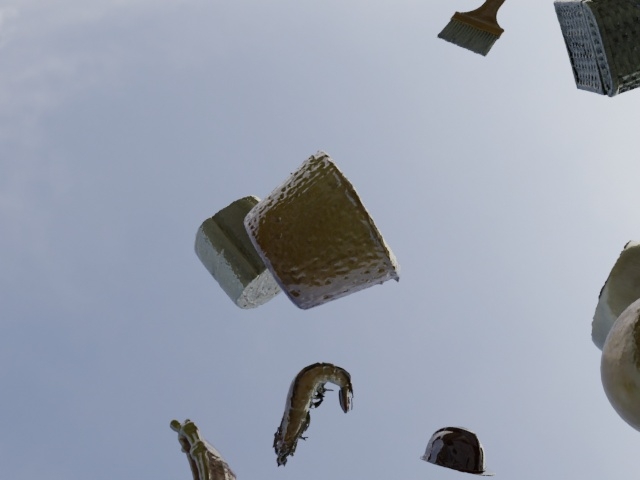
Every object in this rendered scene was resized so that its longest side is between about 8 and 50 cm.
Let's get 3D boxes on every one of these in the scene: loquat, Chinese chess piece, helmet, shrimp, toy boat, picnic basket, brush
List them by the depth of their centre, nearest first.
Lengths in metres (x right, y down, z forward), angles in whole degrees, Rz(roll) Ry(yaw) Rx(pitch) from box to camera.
[{"bbox_3d":[0.429,-0.277,1.217,0.196,0.154,0.134,-18,-78,1],"label":"picnic basket"},{"bbox_3d":[-0.165,0.391,1.258,0.099,0.141,0.317,6,-125,-8],"label":"toy boat"},{"bbox_3d":[0.505,0.169,1.314,0.244,0.244,0.243,12,-119,-22],"label":"loquat"},{"bbox_3d":[0.199,0.295,1.351,0.089,0.111,0.057,16,-97,-47],"label":"helmet"},{"bbox_3d":[-0.008,0.268,1.459,0.124,0.034,0.178,8,-78,-34],"label":"shrimp"},{"bbox_3d":[0.327,-0.450,1.767,0.103,0.013,0.272,27,-114,21],"label":"brush"},{"bbox_3d":[0.638,0.122,1.919,0.103,0.249,0.250,22,-133,30],"label":"Chinese chess piece"}]

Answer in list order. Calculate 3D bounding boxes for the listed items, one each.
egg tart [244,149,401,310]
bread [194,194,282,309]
[{"bbox_3d":[0.000,0.000,1.230,0.147,0.202,0.202,-34,-98,1],"label":"egg tart"},{"bbox_3d":[-0.119,0.021,1.579,0.148,0.134,0.141,-27,-114,-31],"label":"bread"}]
